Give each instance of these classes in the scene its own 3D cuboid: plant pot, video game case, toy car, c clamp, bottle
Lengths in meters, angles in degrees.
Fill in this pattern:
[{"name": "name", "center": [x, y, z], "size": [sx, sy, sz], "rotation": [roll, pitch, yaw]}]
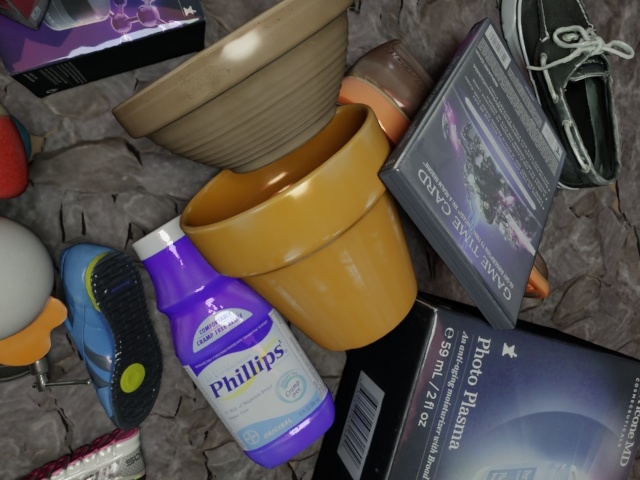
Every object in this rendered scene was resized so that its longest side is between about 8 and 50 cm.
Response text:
[{"name": "plant pot", "center": [0.000, 0.000, 0.492], "size": [0.205, 0.205, 0.188], "rotation": [-36, 114, -9]}, {"name": "video game case", "center": [0.173, -0.079, 0.499], "size": [0.196, 0.026, 0.274], "rotation": [49, 53, -21]}, {"name": "toy car", "center": [-0.323, 0.015, 0.412], "size": [0.210, 0.219, 0.238], "rotation": [-25, 103, -11]}, {"name": "plant pot", "center": [-0.060, -0.140, 0.463], "size": [0.237, 0.237, 0.110], "rotation": [-37, 114, -9]}, {"name": "c clamp", "center": [-0.316, 0.084, 0.506], "size": [0.137, 0.022, 0.161], "rotation": [-14, 97, 8]}, {"name": "bottle", "center": [-0.096, 0.104, 0.539], "size": [0.118, 0.092, 0.283], "rotation": [-32, 101, -9]}]

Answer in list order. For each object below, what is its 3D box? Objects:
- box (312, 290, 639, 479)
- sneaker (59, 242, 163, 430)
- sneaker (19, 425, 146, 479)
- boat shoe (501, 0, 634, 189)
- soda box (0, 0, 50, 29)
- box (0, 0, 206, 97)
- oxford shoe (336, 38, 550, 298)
[{"name": "box", "center": [0.178, 0.230, 0.576], "size": [0.293, 0.182, 0.297], "rotation": [16, 91, -16]}, {"name": "sneaker", "center": [-0.228, 0.102, 0.529], "size": [0.082, 0.069, 0.210], "rotation": [6, 112, 29]}, {"name": "sneaker", "center": [-0.263, 0.270, 0.525], "size": [0.170, 0.063, 0.075], "rotation": [-25, 94, -16]}, {"name": "boat shoe", "center": [0.307, -0.214, 0.609], "size": [0.113, 0.105, 0.307], "rotation": [-10, 97, -13]}, {"name": "soda box", "center": [-0.220, -0.311, 0.375], "size": [0.092, 0.083, 0.264], "rotation": [22, 90, -15]}, {"name": "box", "center": [-0.241, -0.297, 0.467], "size": [0.184, 0.103, 0.262], "rotation": [-23, 100, -14]}, {"name": "oxford shoe", "center": [0.167, -0.074, 0.578], "size": [0.364, 0.130, 0.133], "rotation": [45, 72, -18]}]
